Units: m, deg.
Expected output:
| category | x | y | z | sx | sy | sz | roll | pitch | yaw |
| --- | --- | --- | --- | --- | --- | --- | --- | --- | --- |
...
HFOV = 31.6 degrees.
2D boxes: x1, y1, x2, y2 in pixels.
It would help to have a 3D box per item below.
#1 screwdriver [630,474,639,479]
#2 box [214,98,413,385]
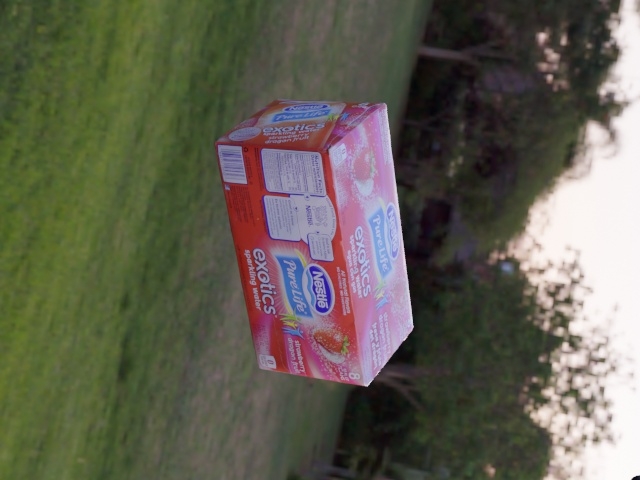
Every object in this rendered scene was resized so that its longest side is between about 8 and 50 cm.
| category | x | y | z | sx | sy | sz | roll | pitch | yaw |
| --- | --- | --- | --- | --- | --- | --- | --- | --- | --- |
| screwdriver | 0.432 | 0.376 | 1.428 | 0.025 | 0.024 | 0.170 | -40 | -127 | 31 |
| box | 0.000 | 0.000 | 1.112 | 0.122 | 0.128 | 0.256 | -43 | 131 | -49 |
